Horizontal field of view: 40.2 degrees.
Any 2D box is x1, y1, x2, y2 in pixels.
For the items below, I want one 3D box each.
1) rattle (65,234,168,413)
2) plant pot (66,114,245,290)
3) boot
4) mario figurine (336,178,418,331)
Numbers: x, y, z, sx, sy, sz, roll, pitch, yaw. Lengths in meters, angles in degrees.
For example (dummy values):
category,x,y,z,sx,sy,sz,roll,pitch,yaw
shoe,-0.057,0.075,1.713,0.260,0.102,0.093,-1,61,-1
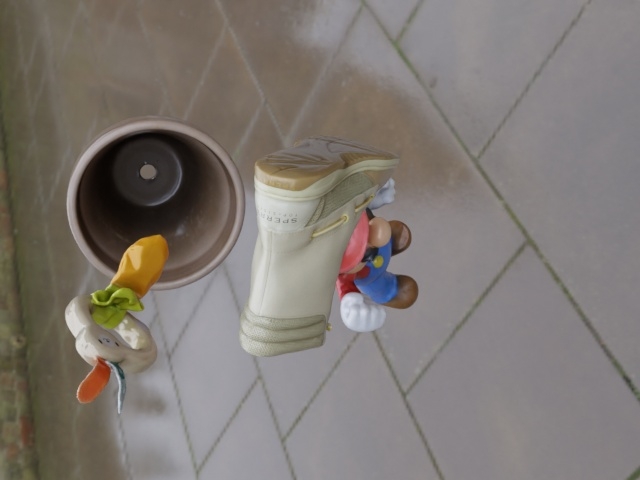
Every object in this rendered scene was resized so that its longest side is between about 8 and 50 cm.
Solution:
category,x,y,z,sx,sy,sz,roll,pitch,yaw
rattle,-0.219,0.095,1.022,0.142,0.130,0.200,-35,13,3
plant pot,-0.262,-0.082,1.381,0.229,0.263,0.263,-127,53,-67
boot,0.000,0.000,0.934,0.095,0.262,0.204,15,109,19
mario figurine,0.069,0.011,1.159,0.170,0.320,0.198,-47,66,10
